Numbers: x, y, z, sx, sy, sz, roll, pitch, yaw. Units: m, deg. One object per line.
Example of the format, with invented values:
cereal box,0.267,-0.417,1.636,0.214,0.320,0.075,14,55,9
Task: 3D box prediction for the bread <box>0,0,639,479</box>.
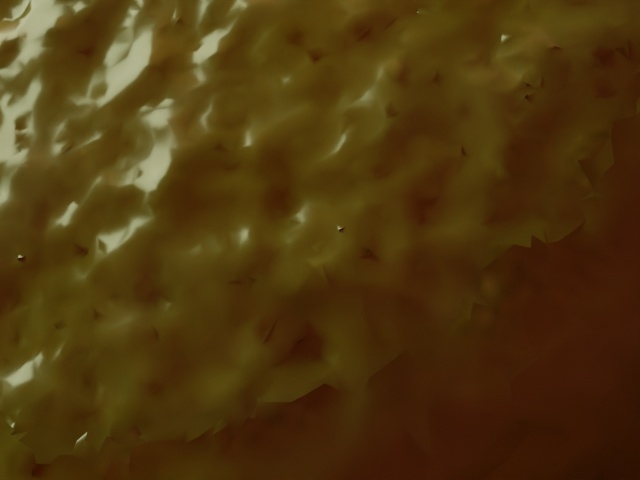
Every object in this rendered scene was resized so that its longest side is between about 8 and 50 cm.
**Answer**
bread,0.000,0.000,0.517,0.348,0.348,0.308,-49,-42,-17
